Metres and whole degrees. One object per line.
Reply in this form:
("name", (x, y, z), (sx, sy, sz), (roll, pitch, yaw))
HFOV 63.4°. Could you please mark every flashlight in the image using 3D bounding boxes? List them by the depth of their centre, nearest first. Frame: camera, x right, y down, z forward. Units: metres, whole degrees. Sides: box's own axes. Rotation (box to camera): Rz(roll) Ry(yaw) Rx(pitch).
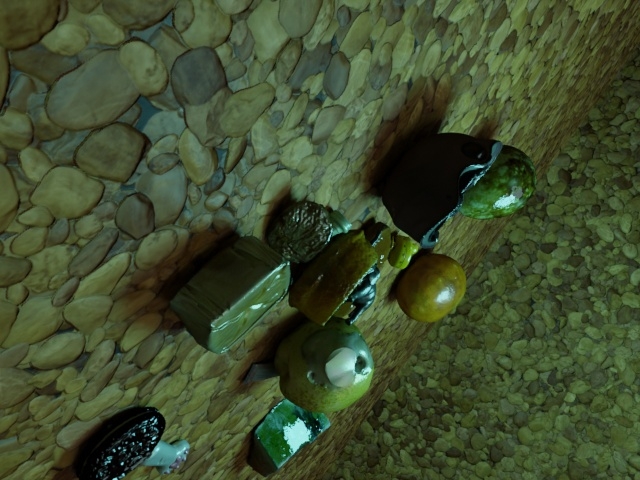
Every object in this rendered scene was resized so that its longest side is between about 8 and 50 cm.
("flashlight", (-0.369, 0.506, 1.218), (0.093, 0.047, 0.200), (-45, 156, -15))

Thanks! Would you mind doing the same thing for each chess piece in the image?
("chess piece", (0.000, 0.000, 1.176), (0.149, 0.059, 0.059), (-45, 155, -7))

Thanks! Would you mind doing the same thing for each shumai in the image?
("shumai", (-0.045, -0.022, 1.048), (0.123, 0.105, 0.139), (20, 100, -20))

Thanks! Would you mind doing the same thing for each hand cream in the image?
("hand cream", (-0.137, 0.363, 1.455), (0.210, 0.043, 0.067), (10, 114, -58))

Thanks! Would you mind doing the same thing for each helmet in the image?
("helmet", (0.287, -0.154, 1.301), (0.338, 0.197, 0.271), (-52, 166, -19))

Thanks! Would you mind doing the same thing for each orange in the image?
("orange", (0.426, 0.182, 1.983), (0.284, 0.226, 0.284), (-39, 159, -18))

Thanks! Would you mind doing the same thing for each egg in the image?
("egg", (0.567, -0.185, 1.710), (0.289, 0.238, 0.238), (-35, 152, -15))

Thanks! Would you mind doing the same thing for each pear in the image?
("pear", (0.007, 0.338, 1.416), (0.271, 0.271, 0.271), (-40, 153, -25))

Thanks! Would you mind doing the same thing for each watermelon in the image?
("watermelon", (-0.108, 0.691, 1.814), (0.264, 0.151, 0.302), (-31, 148, -41))

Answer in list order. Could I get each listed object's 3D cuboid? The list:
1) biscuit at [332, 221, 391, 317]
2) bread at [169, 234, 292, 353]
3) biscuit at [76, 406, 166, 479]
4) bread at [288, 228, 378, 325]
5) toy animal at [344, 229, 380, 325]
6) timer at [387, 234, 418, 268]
("biscuit", (0.100, 0.088, 1.470), (0.277, 0.052, 0.262), (-45, 152, -11))
("bread", (-0.163, 0.099, 0.953), (0.210, 0.110, 0.192), (-43, 161, -20))
("biscuit", (-0.395, 0.415, 1.040), (0.194, 0.053, 0.194), (-41, 154, -25))
("bread", (0.028, 0.084, 1.215), (0.260, 0.129, 0.134), (-51, 172, 4))
("toy animal", (0.094, 0.105, 1.340), (0.137, 0.082, 0.269), (-34, 144, -35))
("timer", (0.258, 0.037, 1.619), (0.107, 0.109, 0.107), (-168, -90, -79))
